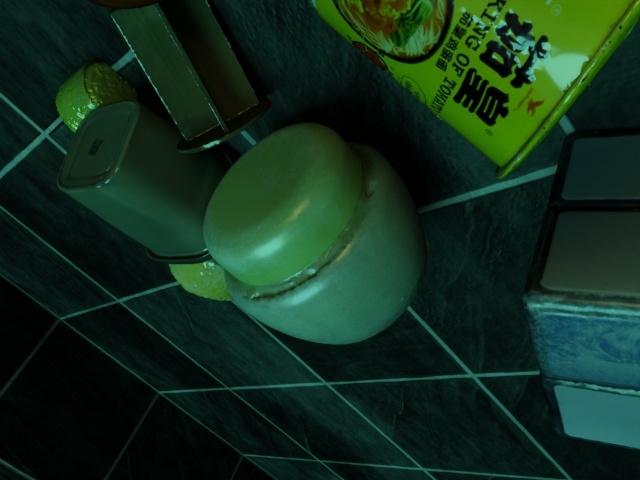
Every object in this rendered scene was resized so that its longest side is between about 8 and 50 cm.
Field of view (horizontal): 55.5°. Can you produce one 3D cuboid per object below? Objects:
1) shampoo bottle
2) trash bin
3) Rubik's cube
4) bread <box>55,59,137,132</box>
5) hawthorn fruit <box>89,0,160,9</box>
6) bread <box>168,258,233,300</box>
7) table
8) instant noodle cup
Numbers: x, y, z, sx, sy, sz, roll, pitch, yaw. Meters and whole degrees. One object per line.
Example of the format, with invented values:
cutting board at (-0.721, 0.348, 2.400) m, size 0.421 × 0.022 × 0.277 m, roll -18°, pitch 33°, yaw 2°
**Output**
shampoo bottle at (0.000, 0.000, 0.971) m, size 0.323 × 0.322 × 0.317 m, roll -9°, pitch 137°, yaw 41°
trash bin at (-0.302, -0.104, 1.084) m, size 0.220 × 0.219 × 0.250 m, roll -4°, pitch 154°, yaw 33°
Rubik's cube at (0.455, 0.067, 0.759) m, size 0.314 × 0.316 × 0.318 m, roll 2°, pitch 136°, yaw 32°
bread at (-0.414, -0.253, 1.120) m, size 0.129 × 0.111 × 0.114 m, roll 39°, pitch 136°, yaw -23°
hawthorn fruit at (-0.249, -0.381, 0.719) m, size 0.215 × 0.250 × 0.215 m, roll 43°, pitch 152°, yaw 30°
bread at (-0.217, 0.027, 1.282) m, size 0.197 × 0.197 × 0.170 m, roll 36°, pitch 134°, yaw -12°
table at (-0.199, -0.271, 0.922) m, size 0.167 × 0.167 × 0.226 m, roll -4°, pitch 125°, yaw 37°
instant noodle cup at (0.160, -0.258, 0.571) m, size 0.254 × 0.325 × 0.325 m, roll 35°, pitch 146°, yaw 6°
